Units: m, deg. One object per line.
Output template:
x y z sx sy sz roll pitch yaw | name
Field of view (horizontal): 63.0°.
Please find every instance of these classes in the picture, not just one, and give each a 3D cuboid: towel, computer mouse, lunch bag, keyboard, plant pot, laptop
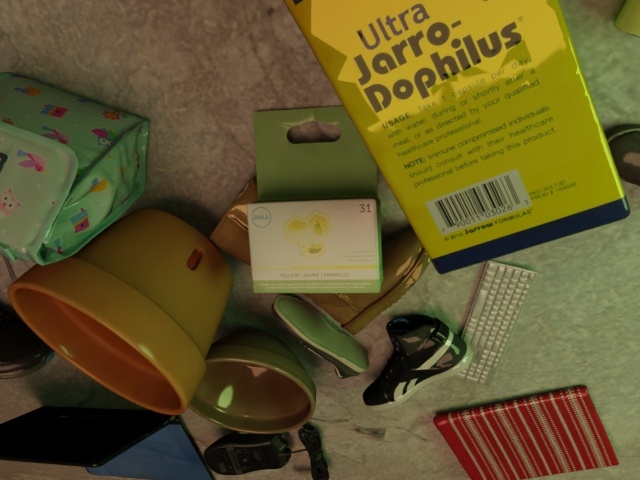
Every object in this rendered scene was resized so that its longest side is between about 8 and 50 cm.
0.365 0.357 0.942 0.274 0.031 0.199 -22 115 25 | towel
-0.108 0.473 1.133 0.261 0.060 0.184 -14 116 10 | computer mouse
-0.381 -0.089 0.675 0.223 0.262 0.160 20 127 1 | lunch bag
0.265 0.139 0.822 0.072 0.014 0.256 11 126 7 | keyboard
-0.267 0.091 0.780 0.290 0.204 0.291 20 142 16 | plant pot
-0.121 0.234 0.922 0.237 0.110 0.238 4 134 4 | plant pot
-0.502 0.504 1.155 0.381 0.408 0.237 -4 90 17 | laptop

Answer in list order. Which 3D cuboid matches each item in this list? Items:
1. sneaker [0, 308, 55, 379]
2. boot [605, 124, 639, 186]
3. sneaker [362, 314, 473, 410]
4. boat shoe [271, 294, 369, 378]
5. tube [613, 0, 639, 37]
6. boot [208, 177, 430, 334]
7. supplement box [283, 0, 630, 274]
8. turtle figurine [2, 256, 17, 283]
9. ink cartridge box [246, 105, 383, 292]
-0.694 0.163 1.024 0.340 0.125 0.140 20 122 -3 | sneaker
0.400 -0.035 0.540 0.189 0.209 0.076 20 127 0 | boot
0.128 0.192 0.865 0.216 0.079 0.121 -37 103 27 | sneaker
-0.011 0.171 0.880 0.206 0.075 0.065 38 122 -19 | boat shoe
0.356 -0.300 0.462 0.070 0.062 0.240 -4 130 -33 | tube
0.000 0.000 0.749 0.269 0.089 0.236 36 120 -7 | boot
0.135 -0.178 0.517 0.195 0.194 0.357 -21 117 27 | supplement box
-0.630 -0.025 0.834 0.197 0.275 0.267 -18 120 -15 | turtle figurine
-0.009 -0.051 0.674 0.171 0.056 0.235 -1 102 11 | ink cartridge box
